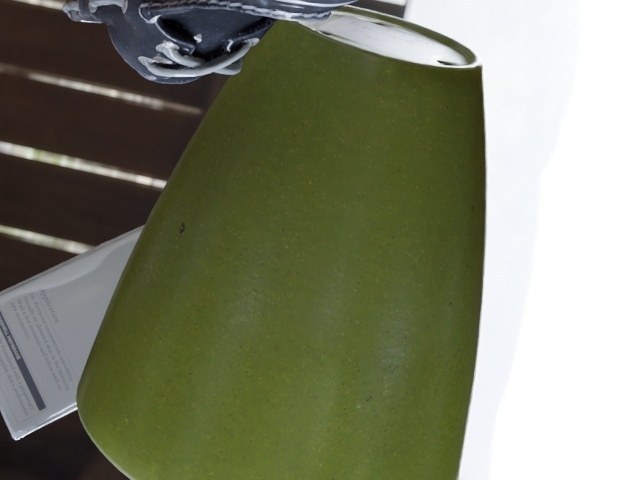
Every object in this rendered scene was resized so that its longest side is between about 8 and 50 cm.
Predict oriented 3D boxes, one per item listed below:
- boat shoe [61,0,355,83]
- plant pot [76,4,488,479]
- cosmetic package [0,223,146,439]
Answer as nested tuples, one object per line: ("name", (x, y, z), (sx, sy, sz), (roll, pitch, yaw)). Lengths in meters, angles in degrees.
("boat shoe", (-0.067, -0.130, 0.708), (0.301, 0.108, 0.102), (26, -65, 55))
("plant pot", (0.000, 0.000, 0.914), (0.275, 0.274, 0.294), (-62, 167, -70))
("cosmetic package", (-0.231, 0.090, 1.397), (0.138, 0.224, 0.224), (65, -12, 2))
